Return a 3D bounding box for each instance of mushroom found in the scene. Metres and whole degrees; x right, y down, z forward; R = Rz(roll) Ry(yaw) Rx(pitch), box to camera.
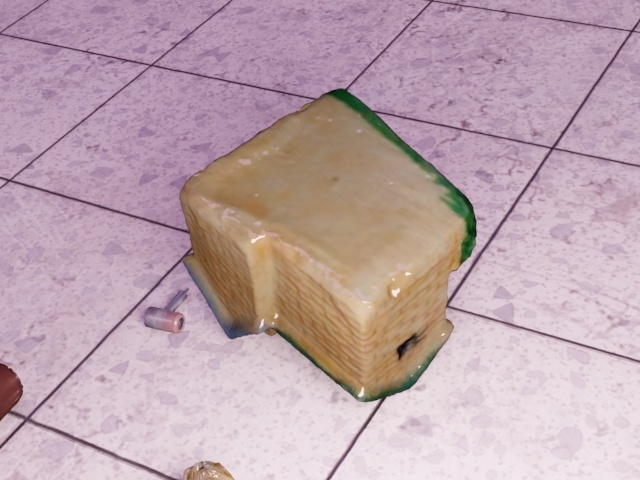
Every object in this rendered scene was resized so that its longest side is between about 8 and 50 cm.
[{"bbox_3d":[-0.131,0.392,1.496,0.092,0.081,0.223,-37,41,-5],"label":"mushroom"}]

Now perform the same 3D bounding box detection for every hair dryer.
[{"bbox_3d":[-0.251,0.116,1.900,0.063,0.037,0.114,10,35,19],"label":"hair dryer"}]

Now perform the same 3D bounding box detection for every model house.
[{"bbox_3d":[0.027,0.037,1.714,0.335,0.342,0.382,-35,57,-24],"label":"model house"}]

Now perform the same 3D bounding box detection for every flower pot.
[{"bbox_3d":[-0.524,0.244,1.738,0.111,0.111,0.089,14,32,26],"label":"flower pot"}]
